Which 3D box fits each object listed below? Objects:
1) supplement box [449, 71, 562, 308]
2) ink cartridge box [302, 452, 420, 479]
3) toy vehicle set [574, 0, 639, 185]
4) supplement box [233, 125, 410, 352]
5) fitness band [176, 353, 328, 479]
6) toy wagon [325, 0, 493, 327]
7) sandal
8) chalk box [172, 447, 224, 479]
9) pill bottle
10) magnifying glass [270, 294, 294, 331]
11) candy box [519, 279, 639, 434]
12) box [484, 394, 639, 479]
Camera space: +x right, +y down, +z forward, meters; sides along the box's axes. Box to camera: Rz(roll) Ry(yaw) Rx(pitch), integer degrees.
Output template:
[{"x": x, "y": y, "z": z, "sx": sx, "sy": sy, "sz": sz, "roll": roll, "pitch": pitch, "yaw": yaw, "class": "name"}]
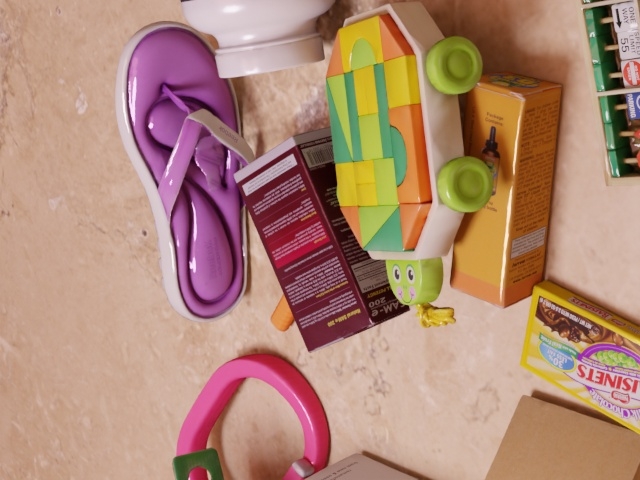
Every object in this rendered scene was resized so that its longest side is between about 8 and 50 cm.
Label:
[{"x": 0.192, "y": -0.054, "z": 1.353, "sx": 0.078, "sy": 0.080, "sz": 0.233, "roll": 23, "pitch": 122, "yaw": 40, "class": "supplement box"}, {"x": 0.133, "y": 0.456, "z": 1.543, "sx": 0.385, "sy": 0.160, "sz": 0.279, "roll": 16, "pitch": 117, "yaw": 44, "class": "ink cartridge box"}, {"x": 0.318, "y": -0.185, "z": 1.194, "sx": 0.166, "sy": 0.035, "sz": 0.266, "roll": -2, "pitch": 103, "yaw": 48, "class": "toy vehicle set"}, {"x": 0.000, "y": 0.000, "z": 1.553, "sx": 0.130, "sy": 0.073, "sz": 0.239, "roll": -27, "pitch": 83, "yaw": 48, "class": "supplement box"}, {"x": -0.101, "y": 0.289, "z": 1.792, "sx": 0.209, "sy": 0.054, "sz": 0.291, "roll": 48, "pitch": 125, "yaw": 23, "class": "fitness band"}, {"x": 0.087, "y": -0.074, "z": 1.386, "sx": 0.267, "sy": 0.068, "sz": 0.344, "roll": -179, "pitch": 83, "yaw": -67, "class": "toy wagon"}, {"x": -0.143, "y": -0.080, "z": 1.652, "sx": 0.102, "sy": 0.169, "sz": 0.416, "roll": 22, "pitch": 132, "yaw": 44, "class": "sandal"}, {"x": -0.145, "y": 0.419, "z": 1.681, "sx": 0.179, "sy": 0.180, "sz": 0.289, "roll": -1, "pitch": 91, "yaw": 36, "class": "chalk box"}, {"x": -0.081, "y": -0.353, "z": 1.460, "sx": 0.181, "sy": 0.181, "sz": 0.323, "roll": 2, "pitch": 106, "yaw": 47, "class": "pill bottle"}, {"x": -0.013, "y": 0.032, "z": 1.649, "sx": 0.092, "sy": 0.026, "sz": 0.231, "roll": 49, "pitch": 135, "yaw": 23, "class": "magnifying glass"}, {"x": 0.299, "y": 0.129, "z": 1.341, "sx": 0.206, "sy": 0.027, "sz": 0.105, "roll": 29, "pitch": 127, "yaw": 38, "class": "candy box"}, {"x": 0.242, "y": 0.276, "z": 1.368, "sx": 0.164, "sy": 0.021, "sz": 0.201, "roll": 15, "pitch": 74, "yaw": 42, "class": "box"}]
